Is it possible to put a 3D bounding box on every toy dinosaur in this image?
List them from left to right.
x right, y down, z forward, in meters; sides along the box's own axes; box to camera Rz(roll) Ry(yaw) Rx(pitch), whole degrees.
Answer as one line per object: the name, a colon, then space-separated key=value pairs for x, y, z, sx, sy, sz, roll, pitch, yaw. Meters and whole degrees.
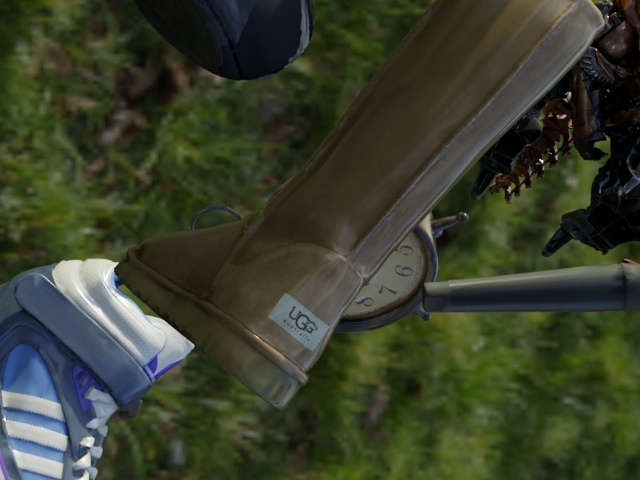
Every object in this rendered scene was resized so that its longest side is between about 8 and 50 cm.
toy dinosaur: x=0.226 y=-0.105 z=1.325 sx=0.218 sy=0.164 sz=0.322 roll=-57 pitch=164 yaw=-34

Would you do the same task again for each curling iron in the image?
curling iron: x=0.197 y=0.014 z=1.036 sx=0.035 sy=0.274 sz=0.068 roll=-60 pitch=140 yaw=-85

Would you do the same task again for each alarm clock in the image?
alarm clock: x=0.000 y=0.000 z=1.231 sx=0.064 sy=0.192 sz=0.129 roll=-95 pitch=-163 yaw=-47

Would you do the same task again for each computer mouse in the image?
computer mouse: x=-0.123 y=-0.184 z=0.921 sx=0.184 sy=0.060 sz=0.262 roll=-36 pitch=88 yaw=-27

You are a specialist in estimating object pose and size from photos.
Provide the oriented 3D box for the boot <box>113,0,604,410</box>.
boot: x=0.017 y=-0.042 z=0.975 sx=0.089 sy=0.236 sz=0.269 roll=42 pitch=84 yaw=-27

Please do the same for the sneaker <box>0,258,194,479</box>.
sneaker: x=-0.219 y=0.174 z=1.636 sx=0.130 sy=0.236 sz=0.323 roll=106 pitch=-37 yaw=-76

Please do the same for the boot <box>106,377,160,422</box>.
boot: x=-0.223 y=0.153 z=1.951 sx=0.042 sy=0.087 sz=0.118 roll=33 pitch=76 yaw=-36
